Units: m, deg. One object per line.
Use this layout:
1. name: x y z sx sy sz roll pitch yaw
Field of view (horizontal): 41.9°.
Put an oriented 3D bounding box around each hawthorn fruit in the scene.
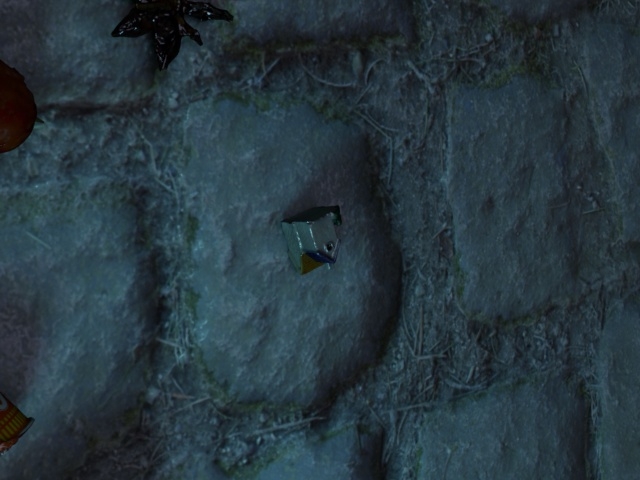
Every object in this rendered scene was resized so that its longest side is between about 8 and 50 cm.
1. hawthorn fruit: -0.458 -0.184 1.150 0.172 0.148 0.148 16 82 -40

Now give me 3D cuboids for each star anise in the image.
1. star anise: -0.253 -0.346 1.313 0.212 0.053 0.157 29 75 -29

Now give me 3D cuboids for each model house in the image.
1. model house: 0.000 0.000 1.430 0.088 0.100 0.100 -24 103 -29

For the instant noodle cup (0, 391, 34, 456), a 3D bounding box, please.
1. instant noodle cup: -0.518 0.216 1.100 0.193 0.193 0.212 -39 101 -24
